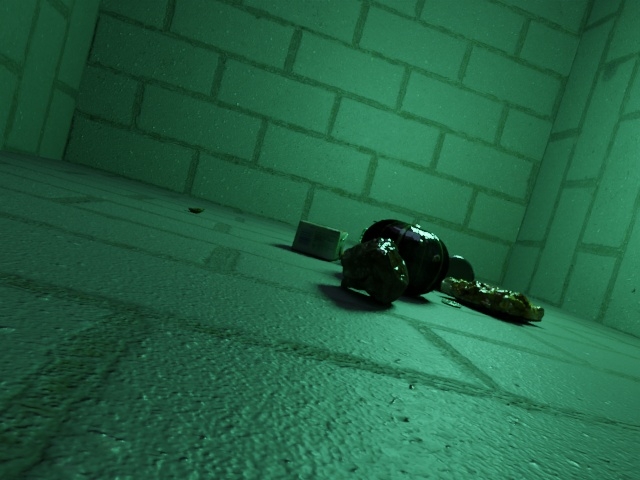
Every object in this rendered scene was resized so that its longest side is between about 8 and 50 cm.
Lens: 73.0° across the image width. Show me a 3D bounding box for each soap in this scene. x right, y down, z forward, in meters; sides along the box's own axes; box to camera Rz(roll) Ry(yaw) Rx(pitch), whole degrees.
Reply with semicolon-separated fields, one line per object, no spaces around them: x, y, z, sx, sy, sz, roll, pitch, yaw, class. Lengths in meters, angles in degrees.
0.000;0.000;1.890;0.199;0.139;0.182;16;3;13;soap

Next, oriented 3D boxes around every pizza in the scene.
0.676;0.233;1.693;0.408;0.114;0.277;15;-2;13;pizza

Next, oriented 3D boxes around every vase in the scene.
0.608;0.165;2.059;0.173;0.174;0.321;17;-3;6;vase

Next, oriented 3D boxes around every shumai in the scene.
0.133;0.096;1.186;0.185;0.184;0.218;-19;4;20;shumai

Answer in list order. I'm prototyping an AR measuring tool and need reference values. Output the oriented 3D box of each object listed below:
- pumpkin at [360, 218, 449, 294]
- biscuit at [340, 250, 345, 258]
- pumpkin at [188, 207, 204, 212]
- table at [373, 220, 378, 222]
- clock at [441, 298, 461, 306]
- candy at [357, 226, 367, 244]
0.295;0.056;1.541;0.322;0.242;0.323;15;6;-1;pumpkin
0.143;0.081;2.113;0.165;0.036;0.225;19;7;40;biscuit
-0.642;-0.154;2.230;0.083;0.028;0.050;7;4;-12;pumpkin
0.336;0.023;2.339;0.166;0.227;0.167;15;4;-1;table
0.473;0.227;1.560;0.074;0.010;0.083;18;5;16;clock
0.334;0.089;1.925;0.397;0.172;0.263;29;8;1;candy
